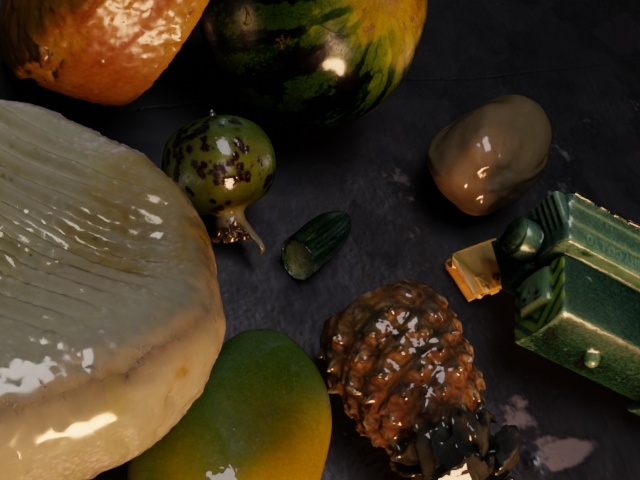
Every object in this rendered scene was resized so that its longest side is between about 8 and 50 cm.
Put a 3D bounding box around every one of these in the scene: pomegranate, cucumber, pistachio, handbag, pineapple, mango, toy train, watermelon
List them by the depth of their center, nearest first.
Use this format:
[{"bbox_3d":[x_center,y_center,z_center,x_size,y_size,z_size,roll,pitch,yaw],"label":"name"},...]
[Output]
[{"bbox_3d":[-0.069,0.174,0.879,0.156,0.114,0.251,25,33,6],"label":"mango"},{"bbox_3d":[0.110,0.188,0.936,0.141,0.170,0.310,-29,69,5],"label":"pineapple"},{"bbox_3d":[-0.100,-0.057,1.056,0.122,0.122,0.161,-16,90,-37],"label":"pomegranate"},{"bbox_3d":[0.000,0.000,1.101,0.048,0.048,0.105,41,41,8],"label":"cucumber"},{"bbox_3d":[0.342,0.084,1.134,0.330,0.138,0.178,25,49,-18],"label":"toy train"},{"bbox_3d":[-0.008,-0.258,1.165,0.269,0.269,0.269,15,48,-17],"label":"watermelon"},{"bbox_3d":[0.190,0.035,1.187,0.083,0.027,0.061,-18,67,-32],"label":"handbag"},{"bbox_3d":[0.212,-0.112,1.258,0.136,0.136,0.226,39,40,6],"label":"pistachio"}]

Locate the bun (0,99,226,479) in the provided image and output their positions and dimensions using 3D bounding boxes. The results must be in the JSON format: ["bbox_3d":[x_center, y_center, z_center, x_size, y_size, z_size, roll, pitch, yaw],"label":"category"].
[{"bbox_3d":[-0.257,0.063,0.782,0.365,0.219,0.365,7,39,-6],"label":"bun"}]

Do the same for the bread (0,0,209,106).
[{"bbox_3d":[-0.214,-0.292,1.072,0.172,0.312,0.312,26,43,-30],"label":"bread"}]
